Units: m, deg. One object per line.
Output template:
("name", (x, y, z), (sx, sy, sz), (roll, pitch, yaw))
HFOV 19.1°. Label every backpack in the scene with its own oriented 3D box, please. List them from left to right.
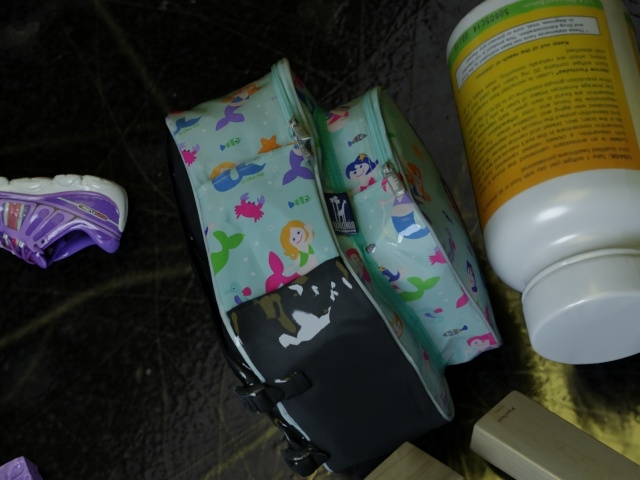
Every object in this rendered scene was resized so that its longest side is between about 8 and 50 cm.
("backpack", (0.000, 0.000, 1.311), (0.191, 0.225, 0.253), (-31, 51, 3))

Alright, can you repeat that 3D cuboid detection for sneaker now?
("sneaker", (-0.234, -0.011, 1.477), (0.170, 0.068, 0.071), (-4, 74, 16))

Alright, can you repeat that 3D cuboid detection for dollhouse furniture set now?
("dollhouse furniture set", (0.116, 0.204, 1.301), (0.144, 0.123, 0.151), (31, 46, 25))

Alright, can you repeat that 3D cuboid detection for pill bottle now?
("pill bottle", (0.172, -0.045, 1.309), (0.136, 0.136, 0.245), (-15, 59, 11))

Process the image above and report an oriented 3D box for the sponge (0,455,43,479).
("sponge", (-0.222, 0.273, 1.378), (0.117, 0.031, 0.210), (-32, 63, 4))
